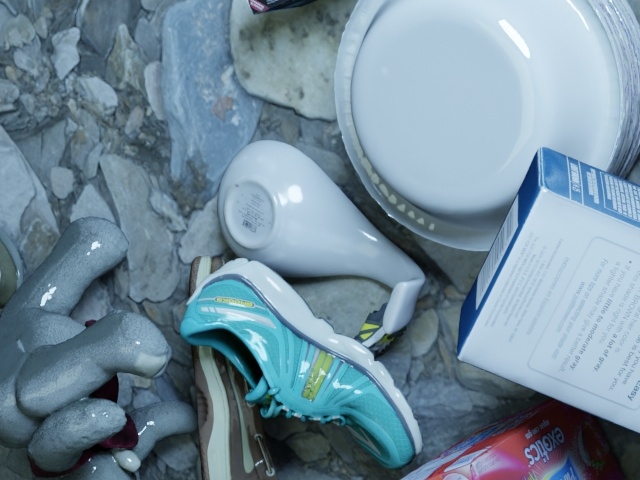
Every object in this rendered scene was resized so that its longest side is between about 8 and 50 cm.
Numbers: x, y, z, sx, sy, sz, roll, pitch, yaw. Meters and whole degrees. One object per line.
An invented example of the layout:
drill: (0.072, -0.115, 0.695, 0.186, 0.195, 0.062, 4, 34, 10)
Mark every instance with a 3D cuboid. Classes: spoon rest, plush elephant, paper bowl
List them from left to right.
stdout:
plush elephant: (-0.249, 0.195, 1.755, 0.330, 0.255, 0.272, -42, 34, -1)
spoon rest: (0.000, 0.000, 1.660, 0.276, 0.084, 0.137, 35, 116, 33)
paper bowl: (0.141, -0.131, 1.497, 0.284, 0.148, 0.284, 8, 106, 29)

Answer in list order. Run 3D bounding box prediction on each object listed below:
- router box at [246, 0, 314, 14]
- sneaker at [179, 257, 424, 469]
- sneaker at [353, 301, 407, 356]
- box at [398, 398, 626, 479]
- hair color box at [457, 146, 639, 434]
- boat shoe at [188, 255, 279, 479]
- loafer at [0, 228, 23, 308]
router box: (0.000, -0.252, 1.578, 0.122, 0.092, 0.038, -16, 94, 32)
sneaker: (-0.021, 0.140, 1.652, 0.275, 0.110, 0.107, 38, 146, 3)
sneaker: (0.055, 0.090, 1.671, 0.083, 0.031, 0.035, -36, 56, 37)
box: (0.165, 0.236, 1.506, 0.128, 0.257, 0.123, -27, 86, 32)
hair color box: (0.307, 0.073, 1.401, 0.347, 0.105, 0.174, 23, 115, -3)
boat shoe: (-0.084, 0.142, 1.738, 0.095, 0.095, 0.258, -5, 93, -5)
loafer: (-0.444, -0.001, 1.893, 0.251, 0.087, 0.094, 34, 116, 19)
